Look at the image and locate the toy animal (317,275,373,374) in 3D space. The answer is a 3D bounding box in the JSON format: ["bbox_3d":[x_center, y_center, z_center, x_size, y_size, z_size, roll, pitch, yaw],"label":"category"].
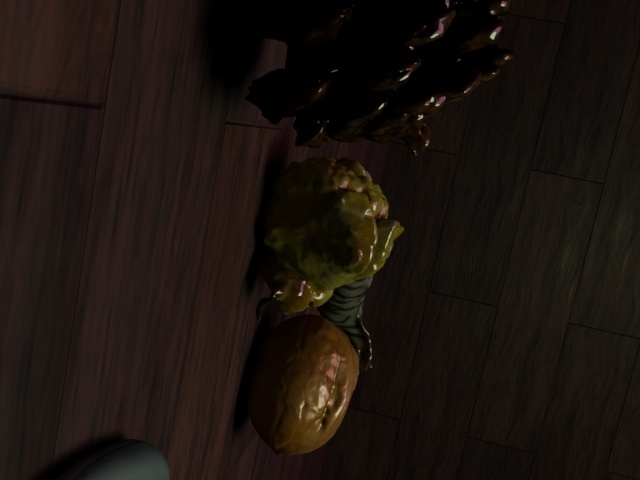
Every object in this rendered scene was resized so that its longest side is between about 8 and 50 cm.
[{"bbox_3d":[0.020,0.076,1.156,0.089,0.170,0.255,-31,133,-23],"label":"toy animal"}]

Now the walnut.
[{"bbox_3d":[-0.028,0.207,1.065,0.159,0.159,0.207,82,23,-68],"label":"walnut"}]

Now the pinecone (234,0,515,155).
[{"bbox_3d":[0.035,-0.198,0.651,0.257,0.243,0.243,61,-1,13],"label":"pinecone"}]

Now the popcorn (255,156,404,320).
[{"bbox_3d":[-0.007,-0.007,0.929,0.195,0.168,0.173,-41,-160,22],"label":"popcorn"}]

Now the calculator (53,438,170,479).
[{"bbox_3d":[-0.166,0.241,0.533,0.299,0.041,0.186,42,61,-79],"label":"calculator"}]
